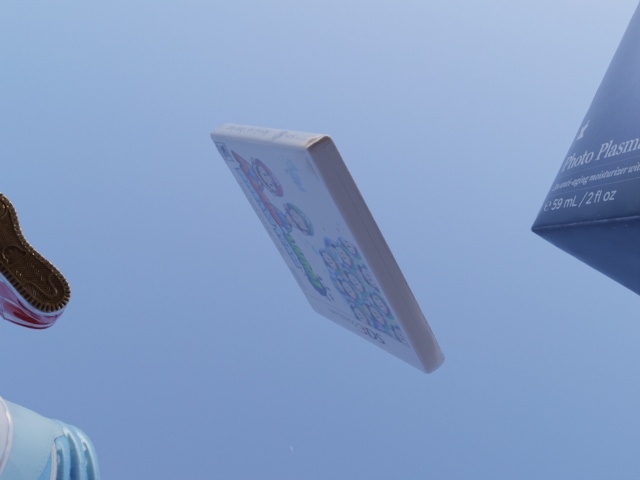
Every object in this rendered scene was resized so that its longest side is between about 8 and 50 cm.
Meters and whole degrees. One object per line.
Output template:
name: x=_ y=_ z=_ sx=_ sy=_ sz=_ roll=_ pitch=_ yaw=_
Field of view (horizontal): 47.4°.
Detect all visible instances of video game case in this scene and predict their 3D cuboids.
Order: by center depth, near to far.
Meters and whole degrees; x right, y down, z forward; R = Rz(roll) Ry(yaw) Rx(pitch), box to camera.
video game case: x=0.000 y=0.000 z=0.451 sx=0.019 sy=0.157 sz=0.143 roll=-37 pitch=-154 yaw=-17

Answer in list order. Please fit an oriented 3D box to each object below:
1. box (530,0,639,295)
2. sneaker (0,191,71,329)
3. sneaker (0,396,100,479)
box: x=0.335 y=-0.101 z=0.489 sx=0.183 sy=0.296 sz=0.294 roll=30 pitch=-99 yaw=-10
sneaker: x=-0.228 y=0.015 z=0.527 sx=0.042 sy=0.067 sz=0.118 roll=-36 pitch=-96 yaw=-35
sneaker: x=-0.287 y=0.272 z=0.565 sx=0.127 sy=0.208 sz=0.319 roll=29 pitch=-97 yaw=31
